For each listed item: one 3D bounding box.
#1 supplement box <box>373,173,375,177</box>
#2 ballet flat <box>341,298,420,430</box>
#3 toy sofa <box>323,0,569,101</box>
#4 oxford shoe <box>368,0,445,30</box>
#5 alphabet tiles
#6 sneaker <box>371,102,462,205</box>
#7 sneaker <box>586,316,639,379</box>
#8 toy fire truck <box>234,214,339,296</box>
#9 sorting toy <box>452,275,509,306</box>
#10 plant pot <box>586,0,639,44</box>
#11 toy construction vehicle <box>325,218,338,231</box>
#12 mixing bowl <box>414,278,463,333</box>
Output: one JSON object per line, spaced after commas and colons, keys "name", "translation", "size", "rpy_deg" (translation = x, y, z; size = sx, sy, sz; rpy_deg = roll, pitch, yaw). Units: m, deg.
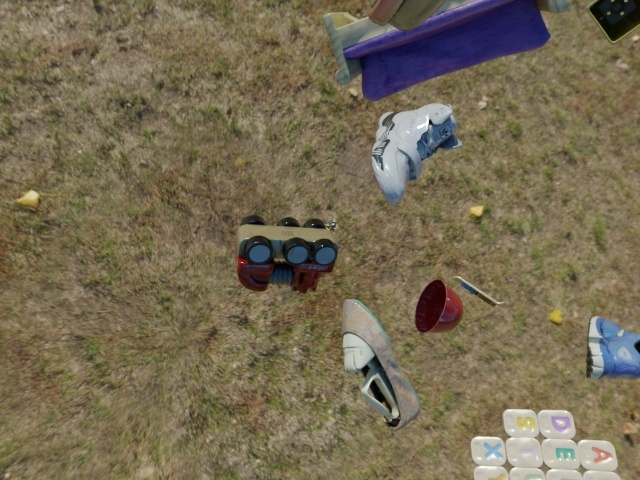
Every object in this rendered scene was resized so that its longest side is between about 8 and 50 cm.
{"name": "supplement box", "translation": [0.280, -0.313, 1.569], "size": [0.111, 0.114, 0.219], "rpy_deg": [22, 65, 4]}
{"name": "ballet flat", "translation": [0.117, 0.281, 0.980], "size": [0.106, 0.108, 0.315], "rpy_deg": [-34, 93, -36]}
{"name": "toy sofa", "translation": [0.204, -0.357, 0.754], "size": [0.150, 0.363, 0.177], "rpy_deg": [-60, 135, -59]}
{"name": "oxford shoe", "translation": [0.201, -0.296, 0.322], "size": [0.147, 0.397, 0.140], "rpy_deg": [34, 37, -23]}
{"name": "alphabet tiles", "translation": [0.456, 0.492, 0.897], "size": [0.278, 0.021, 0.283], "rpy_deg": [-2, 64, 13]}
{"name": "sneaker", "translation": [0.260, -0.249, 1.187], "size": [0.137, 0.211, 0.365], "rpy_deg": [57, 32, -37]}
{"name": "sneaker", "translation": [0.779, 0.290, 1.158], "size": [0.330, 0.147, 0.129], "rpy_deg": [-14, 105, -58]}
{"name": "toy fire truck", "translation": [-0.093, 0.069, 1.025], "size": [0.217, 0.158, 0.246], "rpy_deg": [2, 121, -18]}
{"name": "sorting toy", "translation": [0.627, 0.210, 1.745], "size": [0.208, 0.193, 0.038], "rpy_deg": [32, 94, 30]}
{"name": "plant pot", "translation": [0.518, -0.403, 0.769], "size": [0.081, 0.081, 0.083], "rpy_deg": [49, 37, -7]}
{"name": "toy construction vehicle", "translation": [0.000, 0.000, 1.115], "size": [0.098, 0.085, 0.035], "rpy_deg": [-33, 73, -31]}
{"name": "mixing bowl", "translation": [0.393, 0.225, 1.428], "size": [0.098, 0.181, 0.181], "rpy_deg": [20, 73, -12]}
